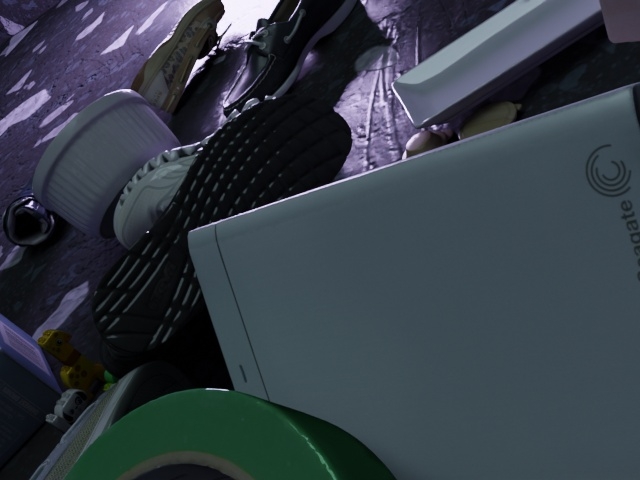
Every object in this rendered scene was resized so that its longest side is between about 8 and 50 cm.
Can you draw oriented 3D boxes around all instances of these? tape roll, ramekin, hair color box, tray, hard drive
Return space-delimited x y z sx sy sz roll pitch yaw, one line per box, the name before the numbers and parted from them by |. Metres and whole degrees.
tape roll | -0.075 0.255 0.546 0.321 0.077 0.321 -18 59 33
ramekin | -0.288 -0.097 1.251 0.207 0.109 0.207 -47 -9 -9
hair color box | -0.505 0.269 1.108 0.374 0.113 0.185 -47 30 -7
tray | 0.206 -0.208 0.945 0.270 0.030 0.145 -32 28 10
hard drive | 0.075 0.062 0.592 0.353 0.233 0.047 -16 3 38

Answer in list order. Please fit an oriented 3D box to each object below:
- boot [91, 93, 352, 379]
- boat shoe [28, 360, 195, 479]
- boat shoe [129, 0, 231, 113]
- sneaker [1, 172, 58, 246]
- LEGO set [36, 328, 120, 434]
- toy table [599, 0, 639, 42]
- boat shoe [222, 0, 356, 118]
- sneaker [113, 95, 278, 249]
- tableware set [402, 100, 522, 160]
boot | -0.118 -0.004 0.953 0.338 0.118 0.223 -43 -2 -18
boat shoe | -0.221 0.247 0.806 0.103 0.118 0.320 -23 31 41
boat shoe | -0.241 -0.339 1.626 0.285 0.089 0.104 -60 8 -32
sneaker | -0.460 -0.086 1.524 0.226 0.086 0.163 -55 20 -2
LEGO set | -0.262 0.119 1.032 0.087 0.093 0.227 -3 48 48
toy table | 0.274 -0.104 0.561 0.161 0.252 0.274 -5 44 27
boat shoe | -0.064 -0.300 1.340 0.114 0.091 0.302 1 51 51
sneaker | -0.146 -0.065 1.133 0.292 0.110 0.118 -34 40 16
tableware set | 0.126 -0.077 0.901 0.141 0.020 0.169 -9 42 41
